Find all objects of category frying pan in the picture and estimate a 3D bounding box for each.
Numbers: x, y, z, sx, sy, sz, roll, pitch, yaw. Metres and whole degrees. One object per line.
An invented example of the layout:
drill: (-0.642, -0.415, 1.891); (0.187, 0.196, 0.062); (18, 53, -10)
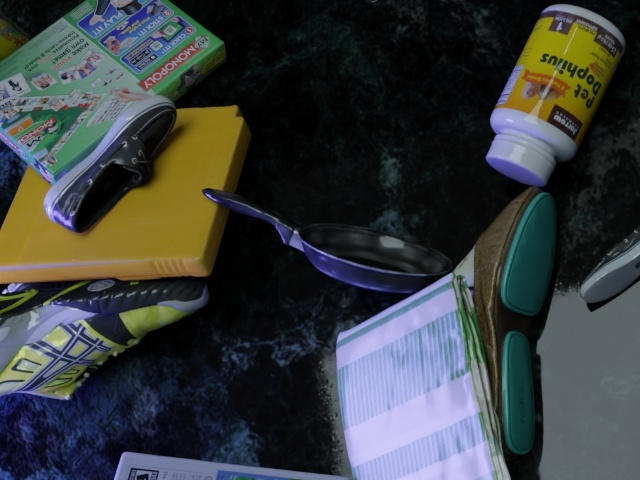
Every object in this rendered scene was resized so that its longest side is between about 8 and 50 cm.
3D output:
frying pan: (0.003, 0.008, 1.633); (0.326, 0.197, 0.053); (11, 104, -3)

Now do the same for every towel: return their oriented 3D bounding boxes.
towel: (0.122, 0.230, 1.566); (0.248, 0.038, 0.325); (-31, 62, 41)

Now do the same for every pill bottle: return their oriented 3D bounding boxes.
pill bottle: (0.290, -0.180, 1.651); (0.117, 0.117, 0.215); (23, 81, 25)

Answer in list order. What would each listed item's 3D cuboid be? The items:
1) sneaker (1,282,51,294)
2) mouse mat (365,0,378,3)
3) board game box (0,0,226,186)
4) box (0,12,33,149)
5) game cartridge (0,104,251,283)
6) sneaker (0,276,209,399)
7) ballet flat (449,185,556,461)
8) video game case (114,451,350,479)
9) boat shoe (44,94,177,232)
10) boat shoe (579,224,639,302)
sneaker: (-0.433, 0.113, 1.858); (0.166, 0.065, 0.076); (-41, 80, 7)
mouse mat: (0.116, -0.437, 1.866); (0.189, 0.007, 0.153); (-31, 64, 7)
board game box: (-0.321, -0.235, 1.871); (0.317, 0.046, 0.213); (-41, 65, -20)
box: (-0.580, -0.311, 1.920); (0.279, 0.290, 0.177); (38, 89, 27)
game cartridge: (-0.270, -0.063, 1.806); (0.323, 0.053, 0.285); (-1, 50, 19)
sneaker: (-0.332, 0.127, 1.785); (0.384, 0.145, 0.147); (-15, 108, 4)
ballet flat: (0.208, 0.099, 1.606); (0.124, 0.116, 0.342); (-3, 75, 38)
video game case: (-0.135, 0.418, 1.564); (0.300, 0.036, 0.329); (5, 53, 11)
boat shoe: (-0.265, -0.098, 1.747); (0.228, 0.080, 0.076); (-43, 55, -17)
boat shoe: (0.371, 0.022, 1.597); (0.142, 0.049, 0.040); (-37, 45, 3)
